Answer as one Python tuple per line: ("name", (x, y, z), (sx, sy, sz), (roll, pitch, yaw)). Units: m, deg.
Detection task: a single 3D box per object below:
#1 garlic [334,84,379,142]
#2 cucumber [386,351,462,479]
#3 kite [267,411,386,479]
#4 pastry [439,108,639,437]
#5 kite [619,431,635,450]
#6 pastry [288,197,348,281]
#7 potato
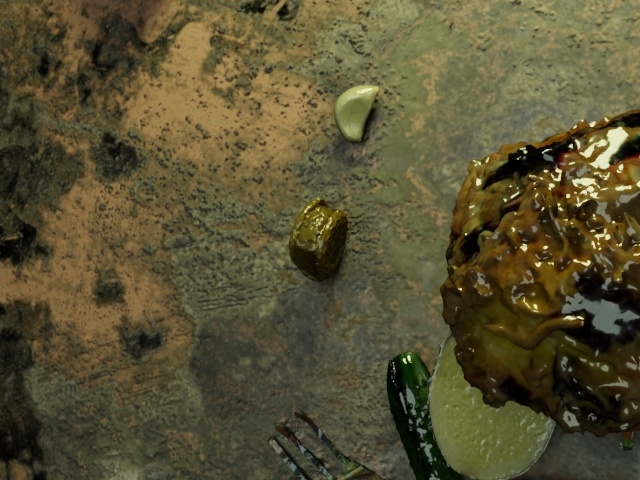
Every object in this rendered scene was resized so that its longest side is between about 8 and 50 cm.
("garlic", (0.045, -0.176, 1.215), (0.053, 0.041, 0.083), (17, 101, 9))
("cucumber", (0.135, 0.254, 1.133), (0.069, 0.069, 0.228), (-19, 82, 20))
("kite", (0.026, 0.325, 1.198), (0.127, 0.016, 0.229), (-47, 74, 10))
("pastry", (0.293, 0.016, 0.944), (0.337, 0.405, 0.293), (11, 130, 50))
("kite", (0.378, 0.170, 1.046), (0.182, 0.010, 0.160), (18, 78, 7))
("pastry", (0.000, 0.000, 1.187), (0.057, 0.097, 0.109), (18, 93, 22))
("potato", (0.205, 0.192, 1.098), (0.164, 0.081, 0.201), (-1, 88, 6))
